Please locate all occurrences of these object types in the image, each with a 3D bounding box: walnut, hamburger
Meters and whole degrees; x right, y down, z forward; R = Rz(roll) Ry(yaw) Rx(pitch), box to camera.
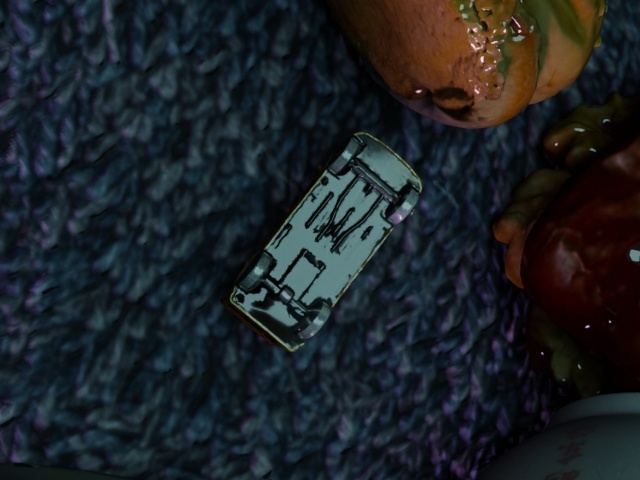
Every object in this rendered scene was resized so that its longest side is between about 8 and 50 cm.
[{"bbox_3d":[0.256,-0.009,1.229,0.269,0.222,0.244,-40,72,-7],"label":"walnut"},{"bbox_3d":[0.086,-0.220,1.104,0.158,0.318,0.319,-24,100,-9],"label":"hamburger"}]

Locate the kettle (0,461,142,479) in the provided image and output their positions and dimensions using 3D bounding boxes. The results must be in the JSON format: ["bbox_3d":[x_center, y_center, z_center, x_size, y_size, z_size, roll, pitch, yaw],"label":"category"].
[{"bbox_3d":[-0.155,0.319,1.072,0.205,0.265,0.318,8,86,9],"label":"kettle"}]

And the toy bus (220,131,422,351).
[{"bbox_3d":[0.000,0.000,1.181,0.069,0.074,0.162,40,78,-10],"label":"toy bus"}]

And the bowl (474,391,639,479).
[{"bbox_3d":[0.235,0.208,1.179,0.345,0.345,0.157,18,61,-22],"label":"bowl"}]
